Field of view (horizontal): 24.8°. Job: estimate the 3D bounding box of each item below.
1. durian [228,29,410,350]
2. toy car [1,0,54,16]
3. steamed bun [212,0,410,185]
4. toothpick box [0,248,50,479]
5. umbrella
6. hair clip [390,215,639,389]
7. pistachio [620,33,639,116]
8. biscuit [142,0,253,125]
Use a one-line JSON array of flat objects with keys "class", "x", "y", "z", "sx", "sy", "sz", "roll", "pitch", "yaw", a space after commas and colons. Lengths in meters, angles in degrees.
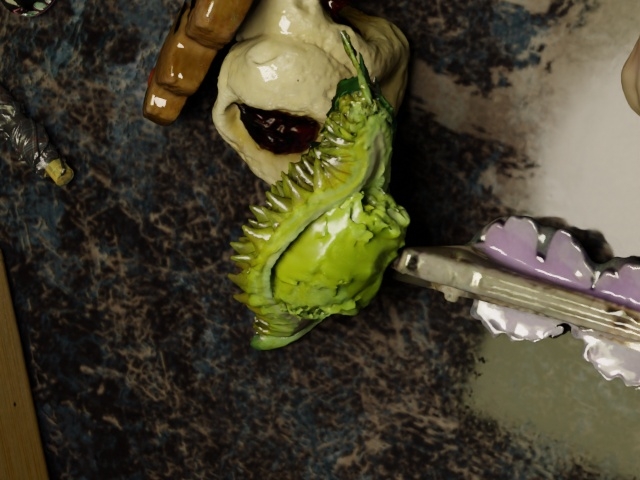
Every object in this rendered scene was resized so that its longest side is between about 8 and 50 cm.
[{"class": "durian", "x": -0.003, "y": -0.006, "z": 1.138, "sx": 0.132, "sy": 0.106, "sz": 0.375, "roll": 13, "pitch": 140, "yaw": -8}, {"class": "toy car", "x": -0.299, "y": -0.284, "z": 1.401, "sx": 0.069, "sy": 0.055, "sz": 0.142, "roll": -34, "pitch": 74, "yaw": 28}, {"class": "steamed bun", "x": -0.017, "y": -0.137, "z": 1.174, "sx": 0.141, "sy": 0.155, "sz": 0.172, "roll": 20, "pitch": 79, "yaw": 21}, {"class": "toothpick box", "x": -0.368, "y": 0.167, "z": 1.378, "sx": 0.190, "sy": 0.187, "sz": 0.308, "roll": -18, "pitch": 78, "yaw": 28}, {"class": "umbrella", "x": -0.290, "y": -0.105, "z": 1.407, "sx": 0.144, "sy": 0.037, "sz": 0.040, "roll": 46, "pitch": 138, "yaw": 21}, {"class": "hair clip", "x": 0.191, "y": 0.045, "z": 1.135, "sx": 0.292, "sy": 0.084, "sz": 0.106, "roll": 17, "pitch": 96, "yaw": 21}, {"class": "pistachio", "x": 0.354, "y": -0.159, "z": 0.981, "sx": 0.332, "sy": 0.208, "sz": 0.226, "roll": -45, "pitch": 114, "yaw": 6}, {"class": "biscuit", "x": -0.090, "y": -0.200, "z": 1.209, "sx": 0.043, "sy": 0.278, "sz": 0.301, "roll": 27, "pitch": 128, "yaw": -11}]
